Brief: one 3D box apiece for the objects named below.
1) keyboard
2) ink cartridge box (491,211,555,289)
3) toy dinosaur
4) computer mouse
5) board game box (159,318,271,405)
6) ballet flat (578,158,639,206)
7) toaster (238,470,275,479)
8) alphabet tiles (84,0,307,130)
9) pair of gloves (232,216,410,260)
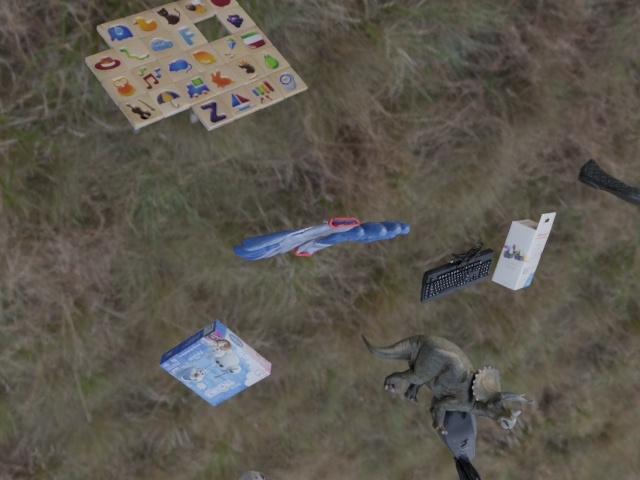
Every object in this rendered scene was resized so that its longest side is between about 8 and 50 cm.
[{"bbox_3d":[0.288,0.068,1.718,0.192,0.038,0.100,-19,123,-31],"label":"keyboard"},{"bbox_3d":[0.457,0.013,1.882,0.104,0.061,0.181,-7,118,-58],"label":"ink cartridge box"},{"bbox_3d":[0.221,0.247,1.554,0.160,0.313,0.121,-53,168,10],"label":"toy dinosaur"},{"bbox_3d":[0.267,0.387,1.696,0.072,0.188,0.272,-16,135,-3],"label":"computer mouse"},{"bbox_3d":[-0.119,0.141,0.952,0.090,0.020,0.090,-33,121,25],"label":"board game box"},{"bbox_3d":[0.543,-0.100,1.503,0.049,0.173,0.057,-60,146,-1],"label":"ballet flat"},{"bbox_3d":[-0.073,0.410,1.112,0.227,0.146,0.129,-56,-171,-7],"label":"toaster"},{"bbox_3d":[-0.164,-0.225,1.069,0.237,0.198,0.009,-29,162,-30],"label":"alphabet tiles"},{"bbox_3d":[0.000,0.000,0.967,0.159,0.023,0.198,-16,171,38],"label":"pair of gloves"}]
